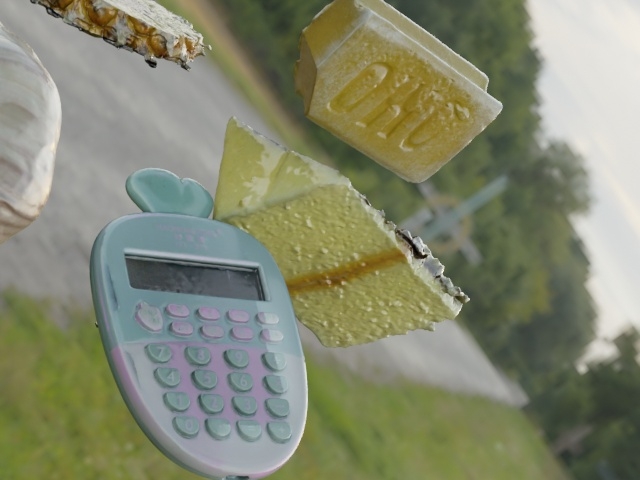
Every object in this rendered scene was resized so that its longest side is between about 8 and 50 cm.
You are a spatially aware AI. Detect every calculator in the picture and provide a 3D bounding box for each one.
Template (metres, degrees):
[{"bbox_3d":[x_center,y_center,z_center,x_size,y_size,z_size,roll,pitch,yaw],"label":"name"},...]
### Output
[{"bbox_3d":[-0.102,0.067,1.589,0.185,0.041,0.299,5,52,-33],"label":"calculator"}]

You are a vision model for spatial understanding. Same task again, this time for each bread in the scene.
[{"bbox_3d":[0.000,0.000,1.771,0.178,0.142,0.266,47,-2,44],"label":"bread"}]

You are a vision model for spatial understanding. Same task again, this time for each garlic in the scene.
[{"bbox_3d":[-0.402,-0.092,1.934,0.259,0.317,0.317,29,19,-38],"label":"garlic"}]

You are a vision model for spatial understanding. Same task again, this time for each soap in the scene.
[{"bbox_3d":[0.070,-0.163,2.034,0.232,0.140,0.073,30,24,-42],"label":"soap"}]

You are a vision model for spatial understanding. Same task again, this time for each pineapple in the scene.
[{"bbox_3d":[-0.213,-0.242,2.032,0.221,0.047,0.221,24,15,-7],"label":"pineapple"}]
